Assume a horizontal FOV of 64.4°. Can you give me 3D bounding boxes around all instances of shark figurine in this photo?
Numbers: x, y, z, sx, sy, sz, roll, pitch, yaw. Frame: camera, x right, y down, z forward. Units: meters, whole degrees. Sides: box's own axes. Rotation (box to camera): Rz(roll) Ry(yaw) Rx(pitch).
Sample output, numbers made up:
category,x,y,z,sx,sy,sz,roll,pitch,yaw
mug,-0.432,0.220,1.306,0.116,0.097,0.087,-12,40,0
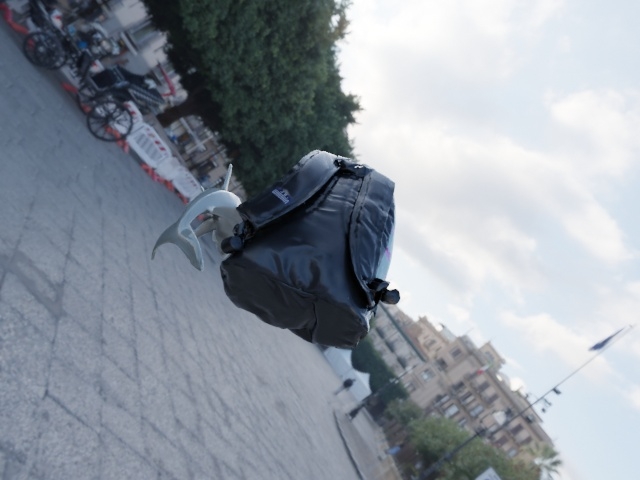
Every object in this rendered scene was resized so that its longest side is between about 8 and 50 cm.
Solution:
category,x,y,z,sx,sy,sz,roll,pitch,yaw
shark figurine,-0.144,-0.035,0.792,0.116,0.166,0.278,19,3,6

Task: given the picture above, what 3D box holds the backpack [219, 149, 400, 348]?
category,x,y,z,sx,sy,sz,roll,pitch,yaw
backpack,0.000,0.000,0.480,0.152,0.182,0.115,27,-43,-2
